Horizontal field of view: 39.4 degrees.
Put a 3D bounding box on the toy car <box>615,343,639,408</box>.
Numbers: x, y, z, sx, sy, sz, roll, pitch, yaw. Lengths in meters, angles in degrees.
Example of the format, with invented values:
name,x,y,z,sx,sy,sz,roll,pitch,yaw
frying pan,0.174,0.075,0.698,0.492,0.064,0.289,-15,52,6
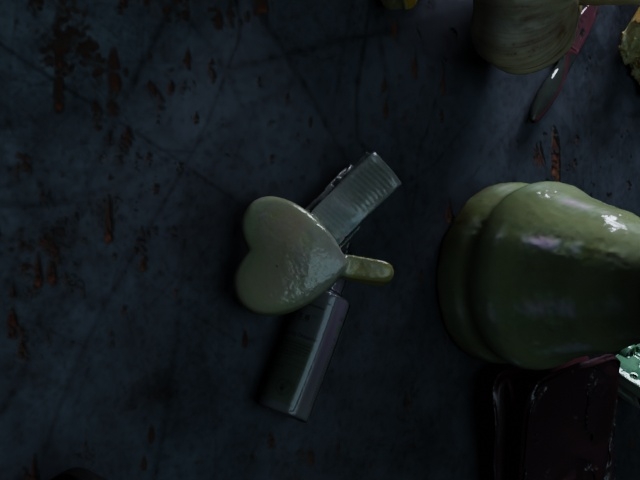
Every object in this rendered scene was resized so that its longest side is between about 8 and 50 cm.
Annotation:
name,x,y,z,sx,sy,sz,roll,pitch,yaw
toy car,0.512,0.187,1.308,0.224,0.090,0.076,-13,125,-35

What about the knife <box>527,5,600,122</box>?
name,x,y,z,sx,sy,sz,roll,pitch,yaw
knife,0.334,-0.254,1.217,0.035,0.018,0.247,43,65,-25

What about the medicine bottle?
name,x,y,z,sx,sy,sz,roll,pitch,yaw
medicine bottle,-0.005,0.091,0.955,0.057,0.057,0.199,30,75,-32

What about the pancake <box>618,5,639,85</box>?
name,x,y,z,sx,sy,sz,roll,pitch,yaw
pancake,0.538,-0.284,1.335,0.266,0.057,0.244,-21,103,-34

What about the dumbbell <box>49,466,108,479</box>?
name,x,y,z,sx,sy,sz,roll,pitch,yaw
dumbbell,-0.166,0.312,0.786,0.218,0.152,0.152,39,70,-30

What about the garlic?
name,x,y,z,sx,sy,sz,roll,pitch,yaw
garlic,0.294,-0.281,1.048,0.199,0.226,0.199,9,90,-77

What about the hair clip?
name,x,y,z,sx,sy,sz,roll,pitch,yaw
hair clip,0.002,0.001,0.937,0.159,0.071,0.218,43,68,5

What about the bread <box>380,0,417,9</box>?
name,x,y,z,sx,sy,sz,roll,pitch,yaw
bread,0.094,-0.368,1.008,0.125,0.068,0.188,-35,110,-30

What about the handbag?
name,x,y,z,sx,sy,sz,roll,pitch,yaw
handbag,0.303,0.255,1.159,0.203,0.074,0.216,-10,105,-38

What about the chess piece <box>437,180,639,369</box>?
name,x,y,z,sx,sy,sz,roll,pitch,yaw
chess piece,0.352,0.043,0.974,0.234,0.442,0.234,-1,91,-34
